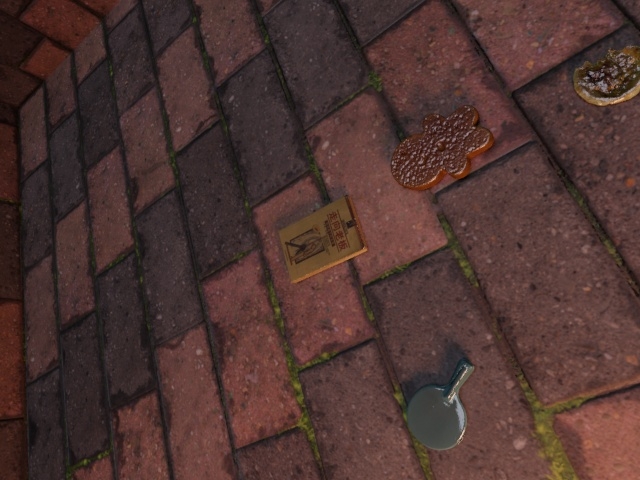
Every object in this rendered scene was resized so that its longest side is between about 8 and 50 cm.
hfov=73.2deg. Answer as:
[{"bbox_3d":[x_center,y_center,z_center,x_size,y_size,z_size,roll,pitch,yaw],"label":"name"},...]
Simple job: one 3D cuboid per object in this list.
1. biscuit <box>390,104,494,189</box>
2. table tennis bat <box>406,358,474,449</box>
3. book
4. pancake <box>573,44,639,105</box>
[{"bbox_3d":[0.273,-0.210,1.005,0.237,0.039,0.179,-29,67,24],"label":"biscuit"},{"bbox_3d":[0.256,0.333,0.886,0.124,0.033,0.201,31,98,31],"label":"table tennis bat"},{"bbox_3d":[0.000,0.000,1.129,0.231,0.026,0.161,-27,65,23],"label":"book"},{"bbox_3d":[0.580,-0.326,0.855,0.130,0.023,0.116,-29,64,28],"label":"pancake"}]
